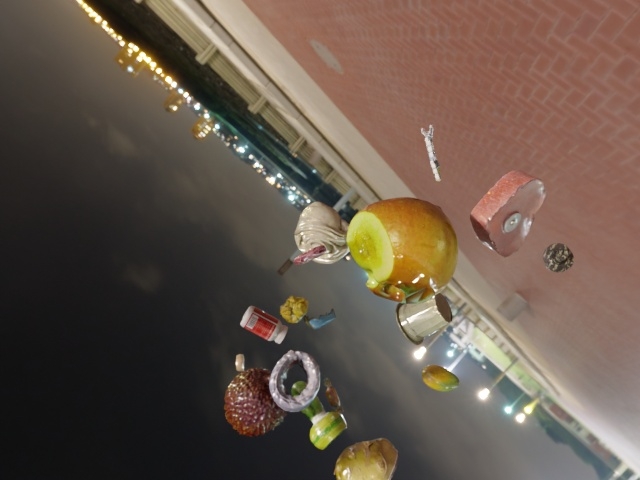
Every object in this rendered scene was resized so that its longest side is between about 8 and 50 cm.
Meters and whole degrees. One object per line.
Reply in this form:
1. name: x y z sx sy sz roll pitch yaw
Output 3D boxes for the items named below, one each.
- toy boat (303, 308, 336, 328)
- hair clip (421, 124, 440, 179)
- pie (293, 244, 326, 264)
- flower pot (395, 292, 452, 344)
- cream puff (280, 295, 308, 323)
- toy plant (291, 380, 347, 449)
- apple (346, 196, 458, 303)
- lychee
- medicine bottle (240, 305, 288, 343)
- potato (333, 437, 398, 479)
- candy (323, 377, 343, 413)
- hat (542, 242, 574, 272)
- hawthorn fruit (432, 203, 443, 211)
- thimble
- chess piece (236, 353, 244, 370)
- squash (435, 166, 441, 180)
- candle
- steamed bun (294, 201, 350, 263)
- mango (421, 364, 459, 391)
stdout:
1. toy boat: -0.006 0.386 2.090 0.185 0.075 0.077 -16 -112 -45
2. hair clip: 0.477 -0.378 1.784 0.140 0.054 0.220 -77 -31 -63
3. pie: -0.043 0.064 1.770 0.038 0.153 0.153 62 -174 7
4. flower pot: 0.486 0.350 1.923 0.212 0.202 0.212 34 -139 -35
5. cream puff: -0.135 0.327 2.027 0.116 0.146 0.146 34 -174 -21
6. toy plant: -0.033 0.821 2.017 0.316 0.184 0.224 47 -176 23
7. apple: 0.280 0.043 1.465 0.383 0.375 0.374 -2 169 17
8. lychee: -0.299 0.744 1.941 0.306 0.330 0.306 33 -167 -8
9. medicine bottle: -0.316 0.476 2.360 0.250 0.131 0.131 30 -175 -8
10. potato: 0.198 1.030 1.943 0.196 0.299 0.246 46 176 -6
11. candy: 0.062 0.784 2.119 0.182 0.053 0.046 64 -167 18
12. hat: 0.914 0.063 1.601 0.121 0.121 0.050 42 173 22
13. hawthorn fruit: 0.463 -0.065 1.907 0.181 0.235 0.181 36 146 30
14. thimble: -0.108 0.587 1.753 0.205 0.237 0.172 2 154 -3
15. chess piece: -0.411 0.624 2.145 0.038 0.084 0.084 -2 -168 -8
16. squash: 0.601 -0.348 2.152 0.027 0.083 0.027 0 162 0
17. candle: 0.665 -0.094 1.551 0.287 0.317 0.131 -12 -147 -30
18. steamed bun: -0.008 -0.007 2.134 0.309 0.219 0.324 42 140 -2
19. mango: 0.632 0.727 2.213 0.194 0.130 0.092 9 138 11
